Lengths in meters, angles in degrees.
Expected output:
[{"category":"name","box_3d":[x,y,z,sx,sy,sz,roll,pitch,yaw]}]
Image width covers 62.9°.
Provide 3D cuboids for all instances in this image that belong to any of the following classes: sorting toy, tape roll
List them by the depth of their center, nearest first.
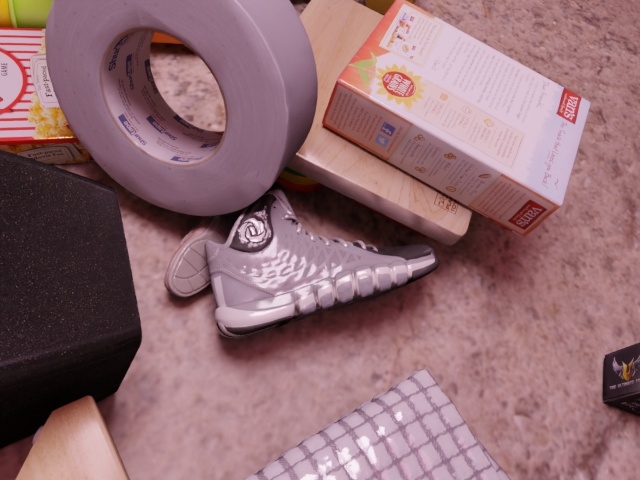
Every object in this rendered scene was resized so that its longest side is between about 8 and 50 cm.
[{"category":"tape roll","box_3d":[-0.116,-0.130,0.446,0.219,0.219,0.072,28,41,1]},{"category":"sorting toy","box_3d":[0.059,-0.135,0.602,0.255,0.089,0.257,26,58,-1]}]

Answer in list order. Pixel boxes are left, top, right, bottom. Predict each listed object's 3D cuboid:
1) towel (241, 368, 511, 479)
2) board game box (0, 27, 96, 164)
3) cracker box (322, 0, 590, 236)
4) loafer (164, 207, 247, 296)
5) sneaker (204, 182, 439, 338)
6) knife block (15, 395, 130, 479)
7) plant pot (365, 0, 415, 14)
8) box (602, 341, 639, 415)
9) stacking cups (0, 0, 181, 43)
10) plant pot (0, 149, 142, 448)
[{"category":"towel","box_3d":[0.055,0.269,0.356,0.235,0.121,0.284,-22,68,-28]},{"category":"board game box","box_3d":[-0.314,-0.144,0.523,0.193,0.045,0.147,-7,65,-20]},{"category":"cracker box","box_3d":[0.140,-0.128,0.528,0.232,0.067,0.156,30,58,3]},{"category":"loafer","box_3d":[-0.111,0.004,0.509,0.045,0.039,0.125,51,54,-30]},{"category":"sneaker","box_3d":[0.000,0.000,0.497,0.228,0.086,0.132,-14,79,-22]},{"category":"knife block","box_3d":[-0.105,0.268,0.325,0.242,0.088,0.276,19,57,-6]},{"category":"plant pot","box_3d":[0.103,-0.375,0.755,0.081,0.083,0.081,17,58,-7]},{"category":"box","box_3d":[0.412,0.131,0.469,0.183,0.231,0.056,22,61,-3]},{"category":"stacking cups","box_3d":[-0.241,-0.271,0.594,0.316,0.096,0.096,-6,63,-22]},{"category":"plant pot","box_3d":[-0.229,0.045,0.369,0.167,0.188,0.187,-4,62,-32]}]
